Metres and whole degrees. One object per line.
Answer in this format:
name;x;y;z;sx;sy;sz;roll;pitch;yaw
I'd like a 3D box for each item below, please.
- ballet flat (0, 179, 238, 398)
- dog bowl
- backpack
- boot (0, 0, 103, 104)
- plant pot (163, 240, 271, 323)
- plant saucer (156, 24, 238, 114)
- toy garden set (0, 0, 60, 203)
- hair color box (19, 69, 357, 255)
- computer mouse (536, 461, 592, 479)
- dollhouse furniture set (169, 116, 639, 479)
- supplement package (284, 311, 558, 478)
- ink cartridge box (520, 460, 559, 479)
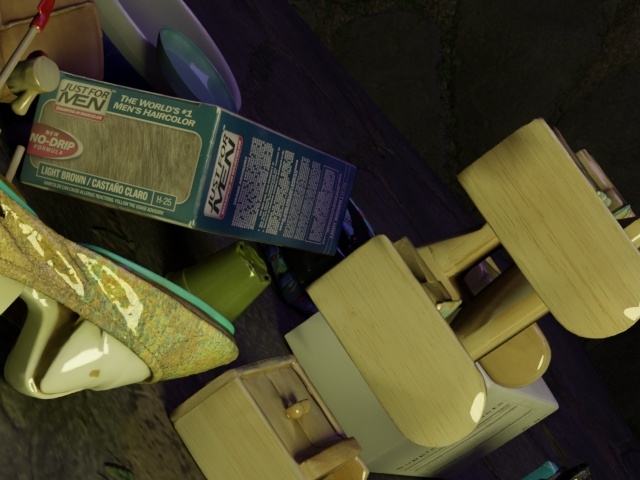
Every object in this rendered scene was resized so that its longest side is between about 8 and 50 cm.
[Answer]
ballet flat;-0.194;0.035;0.758;0.348;0.123;0.123;40;19;-41
dog bowl;-0.211;-0.218;1.324;0.265;0.104;0.265;49;15;-18
backpack;0.000;0.000;1.453;0.158;0.117;0.173;35;24;-52
boot;-0.278;-0.220;1.003;0.269;0.089;0.236;-47;136;-71
plant pot;-0.091;0.043;1.126;0.083;0.079;0.083;50;14;-17
plant saucer;-0.128;-0.162;1.194;0.119;0.021;0.119;49;18;-21
toy garden set;-0.264;-0.119;0.821;0.204;0.049;0.244;42;51;-46
hair color box;-0.107;-0.063;1.121;0.174;0.105;0.347;14;0;21
computer mouse;0.135;0.303;0.971;0.072;0.272;0.188;24;-14;12
dollhouse furniture set;0.121;0.129;0.949;0.256;0.394;0.362;56;14;10
supplement package;0.123;0.152;1.360;0.177;0.175;0.293;61;16;24
ink cartridge box;0.239;0.384;1.186;0.171;0.168;0.233;46;15;-25
